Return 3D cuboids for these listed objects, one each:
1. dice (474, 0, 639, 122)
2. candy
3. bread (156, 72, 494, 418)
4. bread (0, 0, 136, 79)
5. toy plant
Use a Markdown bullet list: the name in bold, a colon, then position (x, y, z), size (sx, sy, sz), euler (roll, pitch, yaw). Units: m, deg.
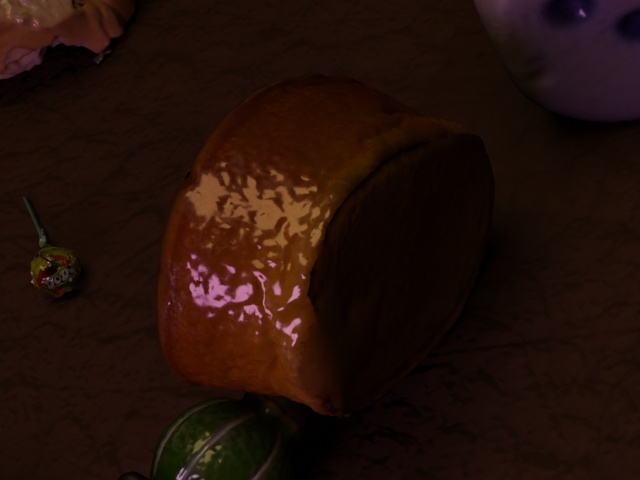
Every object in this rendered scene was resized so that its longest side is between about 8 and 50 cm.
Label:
- **dice**: position (0.196, -0.207, 1.294), size (0.192, 0.193, 0.194), euler (-14, 52, 16)
- **candy**: position (-0.204, -0.002, 1.463), size (0.035, 0.035, 0.123), euler (4, 31, -23)
- **bread**: position (0.000, 0.000, 1.209), size (0.143, 0.195, 0.270), euler (17, 21, 26)
- **bread**: position (-0.254, -0.208, 1.613), size (0.211, 0.224, 0.183), euler (44, 72, 1)
- **toy plant**: position (-0.077, 0.162, 1.222), size (0.162, 0.093, 0.093), euler (-46, 48, -13)
